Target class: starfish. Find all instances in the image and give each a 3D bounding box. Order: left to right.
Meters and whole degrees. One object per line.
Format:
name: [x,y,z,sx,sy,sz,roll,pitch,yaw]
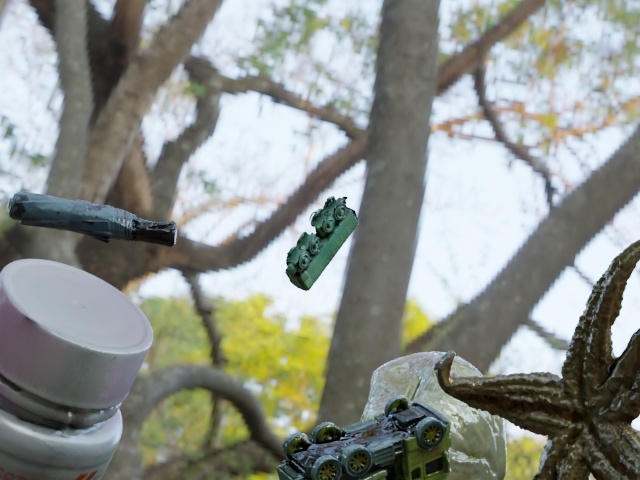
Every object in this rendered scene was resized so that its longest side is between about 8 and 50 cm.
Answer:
starfish: [0.263,0.179,1.537,0.327,0.375,0.094,3,-9,41]

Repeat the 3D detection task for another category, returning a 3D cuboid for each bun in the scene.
bun: [0.165,0.340,2.176,0.213,0.361,0.361,1,-31,9]

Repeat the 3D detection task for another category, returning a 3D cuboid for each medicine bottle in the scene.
medicine bottle: [-0.374,0.212,1.911,0.256,0.256,0.325,24,-71,-18]

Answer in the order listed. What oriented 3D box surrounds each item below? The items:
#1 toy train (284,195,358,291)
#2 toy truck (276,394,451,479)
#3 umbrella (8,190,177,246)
toy train: [0.000,0.000,2.131,0.038,0.148,0.071,22,-26,34]
toy truck: [0.051,0.252,1.614,0.085,0.191,0.116,28,-50,57]
umbrella: [-0.335,-0.026,2.195,0.250,0.052,0.053,12,-51,-1]
